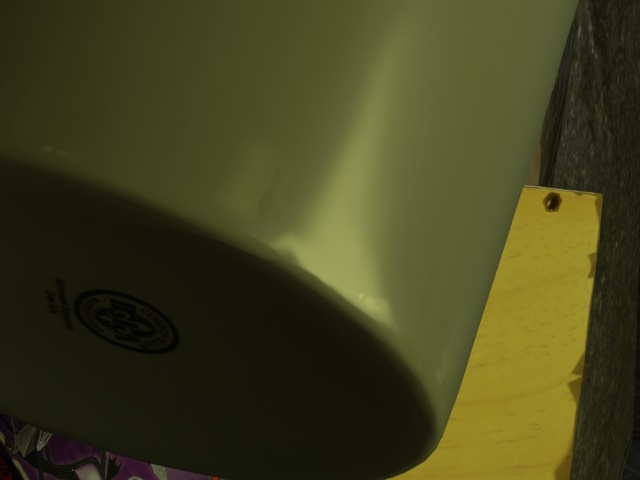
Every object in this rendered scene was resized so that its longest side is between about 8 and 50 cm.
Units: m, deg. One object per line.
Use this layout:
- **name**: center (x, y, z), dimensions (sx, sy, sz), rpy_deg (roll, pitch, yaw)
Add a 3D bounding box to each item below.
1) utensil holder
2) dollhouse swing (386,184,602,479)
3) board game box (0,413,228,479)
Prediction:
- **utensil holder**: center (-0.038, -0.124, 0.757), dimensions (0.327, 0.328, 0.385), rpy_deg (65, 37, -58)
- **dollhouse swing**: center (0.102, 0.107, 1.687), dimensions (0.315, 0.305, 0.346), rpy_deg (5, 93, -30)
- **board game box**: center (-0.095, 0.055, 0.988), dimensions (0.208, 0.056, 0.347), rpy_deg (68, 30, -26)
